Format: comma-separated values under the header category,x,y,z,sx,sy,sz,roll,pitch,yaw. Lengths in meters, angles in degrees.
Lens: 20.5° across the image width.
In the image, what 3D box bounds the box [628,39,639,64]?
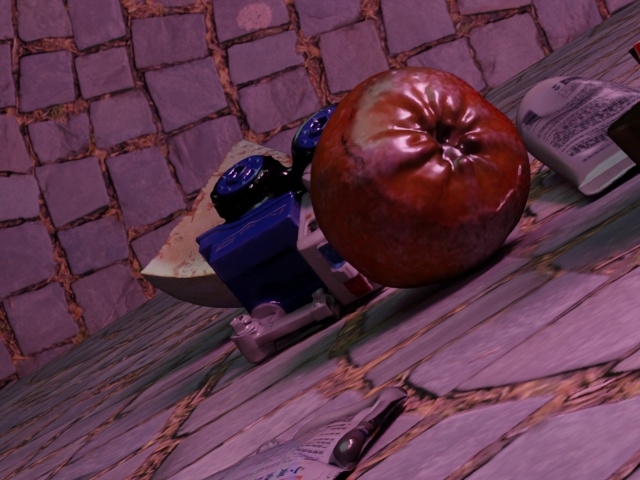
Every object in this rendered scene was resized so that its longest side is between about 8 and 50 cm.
category,x,y,z,sx,sy,sz,roll,pitch,yaw
box,0.407,-0.223,1.746,0.123,0.050,0.229,-33,4,-17

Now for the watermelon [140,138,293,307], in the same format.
category,x,y,z,sx,sy,sz,roll,pitch,yaw
watermelon,-0.058,-0.011,1.929,0.260,0.176,0.256,-57,4,-19

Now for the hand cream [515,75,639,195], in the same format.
category,x,y,z,sx,sy,sz,roll,pitch,yaw
hand cream,0.232,-0.089,1.480,0.124,0.077,0.340,-31,12,-1

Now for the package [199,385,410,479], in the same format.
category,x,y,z,sx,sy,sz,roll,pitch,yaw
package,-0.046,0.142,0.972,0.171,0.027,0.173,-26,7,27

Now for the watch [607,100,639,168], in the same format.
category,x,y,z,sx,sy,sz,roll,pitch,yaw
watch,0.283,-0.252,1.097,0.335,0.327,0.314,-33,4,-12

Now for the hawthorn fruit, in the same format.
category,x,y,z,sx,sy,sz,roll,pitch,yaw
hawthorn fruit,0.070,-0.042,1.357,0.173,0.173,0.173,-32,4,3

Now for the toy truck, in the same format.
category,x,y,z,sx,sy,sz,roll,pitch,yaw
toy truck,0.000,0.000,1.589,0.213,0.161,0.177,-30,24,19
